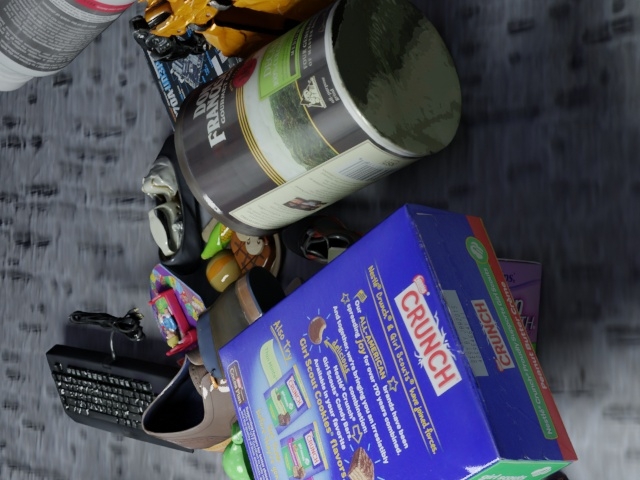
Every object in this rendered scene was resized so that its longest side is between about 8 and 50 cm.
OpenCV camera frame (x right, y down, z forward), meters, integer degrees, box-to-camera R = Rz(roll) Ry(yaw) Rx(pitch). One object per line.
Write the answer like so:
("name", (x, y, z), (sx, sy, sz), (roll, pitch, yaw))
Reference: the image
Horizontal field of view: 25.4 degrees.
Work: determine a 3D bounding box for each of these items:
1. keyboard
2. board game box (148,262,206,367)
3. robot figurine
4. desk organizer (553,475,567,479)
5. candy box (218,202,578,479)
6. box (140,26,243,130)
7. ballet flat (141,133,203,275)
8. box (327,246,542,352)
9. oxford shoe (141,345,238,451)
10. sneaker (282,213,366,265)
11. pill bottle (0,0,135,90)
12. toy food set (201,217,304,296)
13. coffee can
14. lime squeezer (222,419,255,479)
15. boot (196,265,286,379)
("keyboard", (-0.288, 0.184, 1.976), (0.317, 0.033, 0.202), (4, 109, 47))
("board game box", (-0.196, 0.112, 1.888), (0.168, 0.033, 0.133), (35, 137, 42))
("robot figurine", (-0.085, -0.279, 1.657), (0.211, 0.291, 0.085), (-39, 60, 37))
("desk organizer", (0.249, 0.303, 1.427), (0.050, 0.047, 0.130), (-50, 54, 29))
("candy box", (0.063, 0.158, 1.413), (0.317, 0.122, 0.268), (-39, 59, 39))
("box", (-0.149, -0.238, 1.896), (0.175, 0.051, 0.220), (-45, 56, 35))
("ballet flat", (-0.204, -0.053, 1.924), (0.074, 0.074, 0.203), (-23, 69, 43))
("box", (0.113, 0.134, 1.536), (0.213, 0.117, 0.243), (3, 90, 47))
("oxford shoe", (-0.079, 0.157, 1.724), (0.363, 0.132, 0.130), (-44, 56, 34))
("sneaker", (0.000, 0.000, 1.705), (0.158, 0.065, 0.061), (12, 95, 46))
("pill bottle", (-0.401, -0.350, 2.084), (0.318, 0.176, 0.176), (-33, 63, 40))
("toy food set", (-0.100, 0.023, 1.829), (0.132, 0.038, 0.192), (-52, 52, 30))
("coffee can", (-0.005, -0.142, 1.626), (0.275, 0.201, 0.202), (-26, 68, 42))
("lime squeezer", (-0.055, 0.238, 1.681), (0.110, 0.059, 0.310), (20, 113, 8))
("boot", (-0.072, 0.149, 1.631), (0.106, 0.082, 0.219), (-32, 64, 33))
